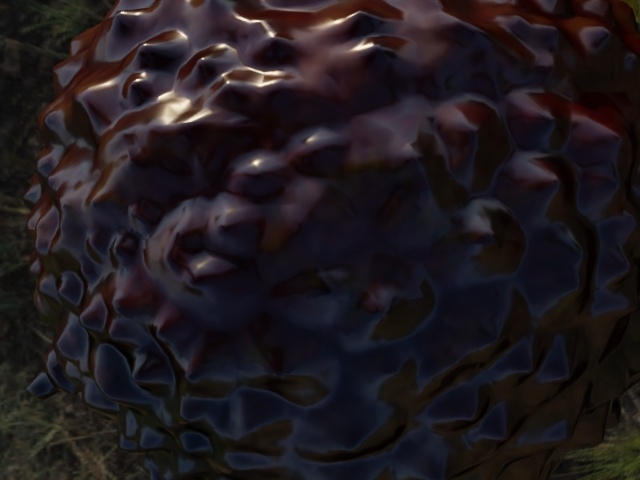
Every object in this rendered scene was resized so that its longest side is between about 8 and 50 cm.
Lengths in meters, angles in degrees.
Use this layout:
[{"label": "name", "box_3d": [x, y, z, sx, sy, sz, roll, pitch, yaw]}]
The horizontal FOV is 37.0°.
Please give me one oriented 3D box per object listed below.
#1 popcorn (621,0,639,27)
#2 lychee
[{"label": "popcorn", "box_3d": [0.435, -0.351, 0.934, 0.382, 0.349, 0.349, -37, 69, -8]}, {"label": "lychee", "box_3d": [0.000, 0.000, 0.648, 0.500, 0.424, 0.424, -20, 77, 12]}]
